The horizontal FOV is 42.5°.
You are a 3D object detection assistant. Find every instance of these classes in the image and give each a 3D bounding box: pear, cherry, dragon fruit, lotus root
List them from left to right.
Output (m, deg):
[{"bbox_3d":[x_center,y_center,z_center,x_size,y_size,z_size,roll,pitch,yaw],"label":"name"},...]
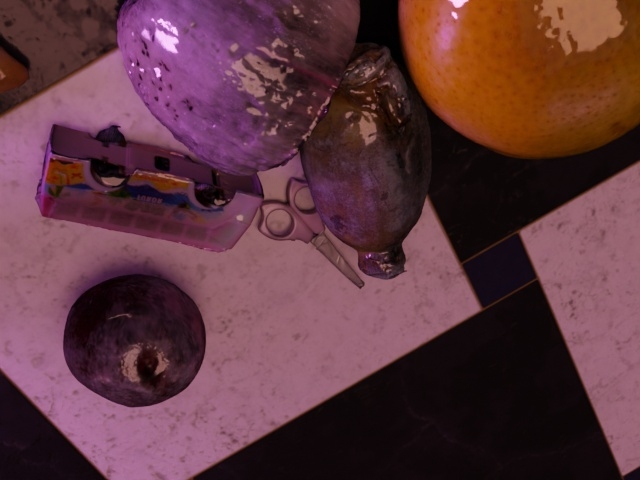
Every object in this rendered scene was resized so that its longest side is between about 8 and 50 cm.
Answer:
[{"bbox_3d":[-0.244,0.138,1.107,0.195,0.195,0.195,-7,119,-13],"label":"cherry"},{"bbox_3d":[-0.106,-0.227,0.944,0.221,0.204,0.283,29,105,-26],"label":"dragon fruit"},{"bbox_3d":[0.059,-0.102,1.083,0.175,0.175,0.349,-15,129,-8],"label":"lotus root"},{"bbox_3d":[0.259,-0.269,0.946,0.363,0.362,0.418,-26,150,-2],"label":"pear"}]

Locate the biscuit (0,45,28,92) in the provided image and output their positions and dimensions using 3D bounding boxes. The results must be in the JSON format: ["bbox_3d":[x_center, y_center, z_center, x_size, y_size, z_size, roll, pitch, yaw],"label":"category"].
[{"bbox_3d":[-0.445,-0.246,0.925,0.164,0.047,0.207,-22,120,-5],"label":"biscuit"}]

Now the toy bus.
[{"bbox_3d":[-0.218,-0.066,1.062,0.274,0.090,0.112,12,119,-22],"label":"toy bus"}]

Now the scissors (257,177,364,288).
[{"bbox_3d":[0.000,0.000,1.199,0.110,0.021,0.212,-41,120,3],"label":"scissors"}]
